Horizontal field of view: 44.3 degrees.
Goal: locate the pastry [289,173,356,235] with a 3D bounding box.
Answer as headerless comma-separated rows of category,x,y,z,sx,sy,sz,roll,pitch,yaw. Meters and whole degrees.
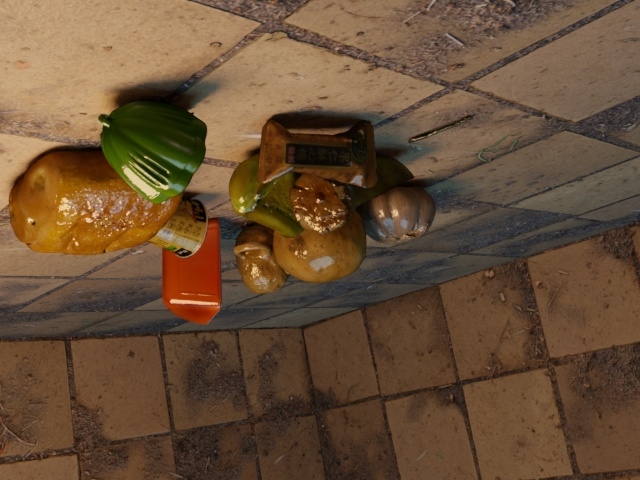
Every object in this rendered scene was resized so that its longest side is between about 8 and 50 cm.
pastry,0.005,-0.088,1.710,0.153,0.153,0.081,-15,-168,18

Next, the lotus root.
lotus root,-0.315,-0.177,1.367,0.186,0.186,0.186,-10,167,-2

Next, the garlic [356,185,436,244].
garlic,0.214,-0.069,2.182,0.228,0.152,0.228,-5,172,-1

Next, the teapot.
teapot,-0.143,0.044,2.264,0.167,0.203,0.311,-12,162,16

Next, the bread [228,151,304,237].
bread,-0.101,-0.111,1.832,0.166,0.112,0.383,-51,161,4

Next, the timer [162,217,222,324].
timer,-0.350,0.093,2.216,0.161,0.257,0.250,-3,164,-3

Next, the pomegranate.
pomegranate,0.000,0.000,2.112,0.260,0.260,0.260,-10,167,-2

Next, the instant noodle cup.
instant noodle cup,-0.360,-0.043,1.899,0.151,0.151,0.122,-20,154,35

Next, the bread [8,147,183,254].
bread,-0.467,-0.071,1.666,0.337,0.148,0.328,-1,163,-37

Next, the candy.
candy,0.002,-0.181,1.610,0.271,0.143,0.101,0,-173,-26

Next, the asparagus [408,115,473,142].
asparagus,0.268,-0.248,1.771,0.166,0.016,0.013,-17,151,32

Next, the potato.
potato,0.078,-0.137,1.848,0.272,0.111,0.160,-28,-173,-29
